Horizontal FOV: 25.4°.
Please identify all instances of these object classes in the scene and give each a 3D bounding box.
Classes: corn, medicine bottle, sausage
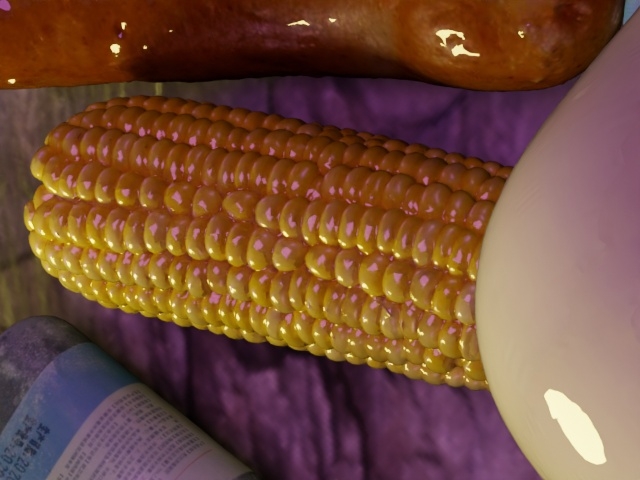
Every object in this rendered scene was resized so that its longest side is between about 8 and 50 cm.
[{"bbox_3d":[0.000,0.000,0.557,0.244,0.093,0.093,12,90,20],"label":"corn"},{"bbox_3d":[-0.070,0.120,0.598,0.208,0.053,0.090,36,98,21],"label":"medicine bottle"},{"bbox_3d":[-0.020,-0.098,0.568,0.302,0.103,0.076,2,113,29],"label":"sausage"}]

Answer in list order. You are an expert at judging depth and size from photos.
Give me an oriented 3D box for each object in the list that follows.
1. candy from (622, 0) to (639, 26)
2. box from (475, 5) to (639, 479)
[{"bbox_3d":[0.137,-0.006,0.492,0.062,0.097,0.195,5,87,23],"label":"candy"},{"bbox_3d":[0.237,0.027,0.366,0.349,0.141,0.289,40,90,1],"label":"box"}]
